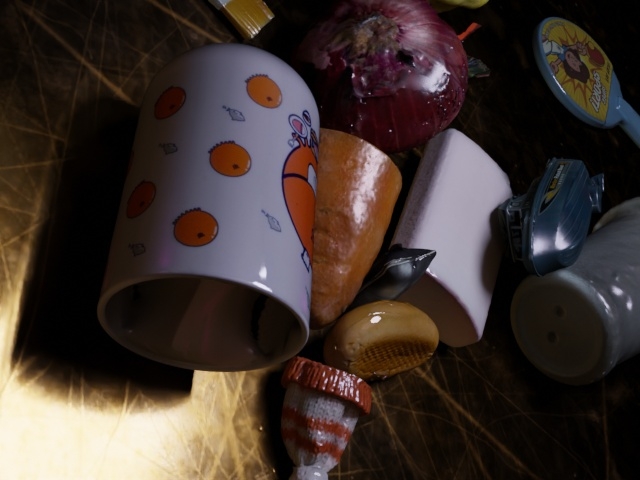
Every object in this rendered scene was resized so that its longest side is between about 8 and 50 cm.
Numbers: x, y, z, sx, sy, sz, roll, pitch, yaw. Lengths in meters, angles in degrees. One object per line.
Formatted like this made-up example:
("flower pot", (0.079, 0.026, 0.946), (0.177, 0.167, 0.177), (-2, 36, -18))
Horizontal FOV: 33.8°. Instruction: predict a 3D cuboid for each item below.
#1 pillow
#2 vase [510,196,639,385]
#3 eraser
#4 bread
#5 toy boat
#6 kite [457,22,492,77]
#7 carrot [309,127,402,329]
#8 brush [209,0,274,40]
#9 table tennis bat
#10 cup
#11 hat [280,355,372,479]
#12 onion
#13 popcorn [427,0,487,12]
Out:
("pillow", (0.080, 0.052, 1.315), (0.055, 0.136, 0.091), (42, 40, -3))
("vase", (0.440, 0.083, 1.577), (0.291, 0.245, 0.245), (-23, 86, -43))
("eraser", (0.186, -0.007, 1.474), (0.174, 0.094, 0.270), (46, 44, -25))
("bread", (0.070, 0.120, 1.291), (0.077, 0.114, 0.189), (42, 21, 32))
("toy boat", (0.322, -0.027, 1.490), (0.296, 0.122, 0.114), (-43, 125, -59))
("kite", (0.165, -0.278, 1.569), (0.189, 0.232, 0.009), (-35, 132, -16))
("carrot", (0.000, 0.000, 1.278), (0.159, 0.159, 0.225), (30, 64, -30))
("brush", (-0.190, -0.403, 1.377), (0.336, 0.020, 0.085), (48, 45, -13))
("table tennis bat", (0.513, -0.288, 1.974), (0.329, 0.044, 0.215), (38, 46, -21))
("cup", (-0.110, -0.046, 1.132), (0.212, 0.212, 0.318), (26, 52, -32))
("hat", (-0.005, 0.224, 1.197), (0.112, 0.093, 0.162), (24, 72, -21))
("onion", (0.074, -0.212, 1.416), (0.252, 0.219, 0.252), (1, 55, -2))
("popcorn", (0.088, -0.465, 1.519), (0.292, 0.294, 0.334), (-11, 35, -14))
